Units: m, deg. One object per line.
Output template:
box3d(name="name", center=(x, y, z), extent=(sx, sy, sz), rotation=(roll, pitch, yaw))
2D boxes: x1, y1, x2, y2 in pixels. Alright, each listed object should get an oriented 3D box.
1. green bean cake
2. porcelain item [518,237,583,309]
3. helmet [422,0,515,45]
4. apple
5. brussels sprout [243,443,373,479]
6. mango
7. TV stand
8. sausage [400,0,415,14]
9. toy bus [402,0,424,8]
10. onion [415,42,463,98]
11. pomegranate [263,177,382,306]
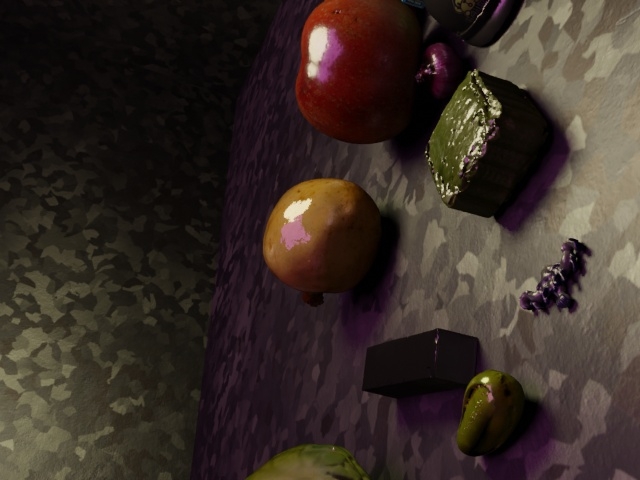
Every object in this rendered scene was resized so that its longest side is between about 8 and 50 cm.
box3d(name="green bean cake", center=(0.276, -0.167, 1.231), extent=(0.214, 0.113, 0.200), rotation=(-102, 33, -53))
box3d(name="porcelain item", center=(0.335, 0.067, 1.015), extent=(0.075, 0.021, 0.136), rotation=(-103, 33, -48))
box3d(name="helmet", center=(0.285, -0.532, 1.433), extent=(0.230, 0.160, 0.279), rotation=(127, 153, -44))
box3d(name="apple", center=(0.088, -0.394, 1.633), extent=(0.348, 0.276, 0.349), rotation=(8, -90, -84))
box3d(name="brussels sprout", center=(-0.026, 0.516, 1.279), extent=(0.268, 0.344, 0.344), rotation=(65, 156, 1))
box3d(name="mango", center=(0.246, 0.254, 1.047), extent=(0.091, 0.074, 0.165), rotation=(-103, 21, -45))
box3d(name="TV stand", center=(0.169, 0.223, 1.276), extent=(0.269, 0.082, 0.088), rotation=(146, 138, -61))
box3d(name="sausage", center=(0.158, -0.593, 1.852), extent=(0.268, 0.153, 0.141), rotation=(-98, 21, -54))
box3d(name="toy bus", center=(0.236, -0.680, 1.762), extent=(0.246, 0.113, 0.134), rotation=(-96, 24, -52))
box3d(name="onion", center=(0.245, -0.353, 1.492), extent=(0.115, 0.104, 0.115), rotation=(159, 90, -80))
box3d(name="pomegranate", center=(0.008, -0.015, 1.658), extent=(0.307, 0.307, 0.308), rotation=(-164, 90, -72))
